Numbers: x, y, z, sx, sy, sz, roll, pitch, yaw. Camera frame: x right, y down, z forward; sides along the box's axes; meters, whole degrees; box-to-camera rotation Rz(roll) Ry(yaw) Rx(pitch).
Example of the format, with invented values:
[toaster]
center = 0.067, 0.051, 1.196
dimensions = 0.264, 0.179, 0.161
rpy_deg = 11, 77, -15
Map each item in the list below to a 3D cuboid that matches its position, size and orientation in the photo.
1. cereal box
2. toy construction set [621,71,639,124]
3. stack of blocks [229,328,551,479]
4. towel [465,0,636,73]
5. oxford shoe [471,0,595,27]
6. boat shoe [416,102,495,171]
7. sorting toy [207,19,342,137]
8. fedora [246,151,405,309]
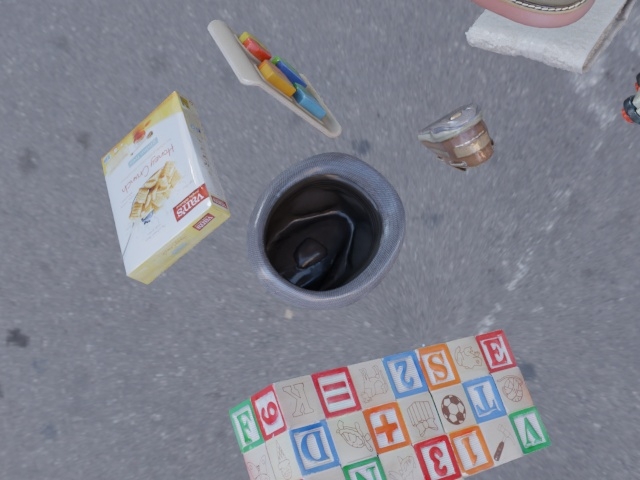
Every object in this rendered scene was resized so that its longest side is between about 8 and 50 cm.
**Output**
[cereal box]
center = -0.229, -0.078, 1.469
dimensions = 0.173, 0.047, 0.240
rpy_deg = -39, 48, 20
[toy construction set]
center = 0.597, -0.194, 1.604
dimensions = 0.215, 0.328, 0.151
rpy_deg = 45, 117, -5
[stack of blocks]
center = 0.080, 0.200, 0.970
dimensions = 0.297, 0.087, 0.171
rpy_deg = -9, 71, -38
[towel]
center = 0.356, -0.345, 1.522
dimensions = 0.187, 0.049, 0.282
rpy_deg = 19, 48, 26
[oxford shoe]
center = 0.102, -0.342, 1.019
dimensions = 0.397, 0.146, 0.140
rpy_deg = 17, 79, 6
[boat shoe]
center = 0.264, -0.186, 1.951
dimensions = 0.123, 0.324, 0.116
rpy_deg = -31, 94, 7
[sorting toy]
center = -0.067, -0.260, 1.605
dimensions = 0.038, 0.208, 0.193
rpy_deg = -48, 44, 17
[fedora]
center = 0.000, 0.000, 1.700
dimensions = 0.243, 0.124, 0.275
rpy_deg = 36, 68, 2
